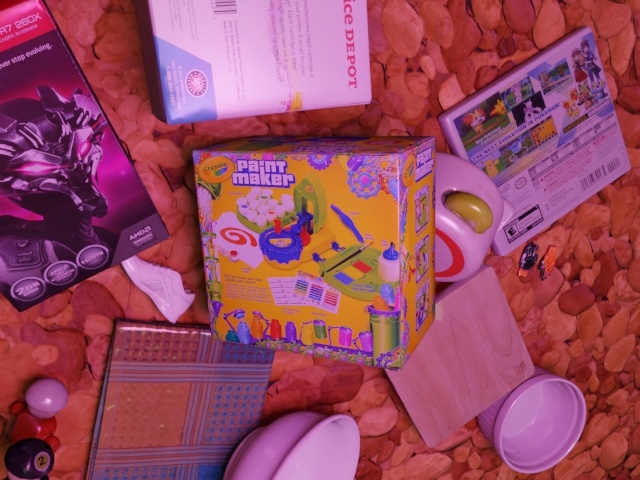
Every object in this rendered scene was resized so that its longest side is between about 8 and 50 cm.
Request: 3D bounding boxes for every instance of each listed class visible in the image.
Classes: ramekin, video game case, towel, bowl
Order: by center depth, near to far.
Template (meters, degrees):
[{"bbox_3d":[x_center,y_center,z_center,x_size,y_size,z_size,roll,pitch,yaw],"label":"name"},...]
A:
[{"bbox_3d":[-0.232,0.313,1.008,0.272,0.040,0.370,8,102,-23],"label":"towel"},{"bbox_3d":[-0.068,0.403,1.014,0.298,0.134,0.297,-34,134,-45],"label":"bowl"},{"bbox_3d":[0.405,-0.177,1.121,0.329,0.036,0.300,-33,113,-9],"label":"video game case"},{"bbox_3d":[0.415,0.349,1.227,0.207,0.109,0.207,-5,106,-19],"label":"ramekin"}]

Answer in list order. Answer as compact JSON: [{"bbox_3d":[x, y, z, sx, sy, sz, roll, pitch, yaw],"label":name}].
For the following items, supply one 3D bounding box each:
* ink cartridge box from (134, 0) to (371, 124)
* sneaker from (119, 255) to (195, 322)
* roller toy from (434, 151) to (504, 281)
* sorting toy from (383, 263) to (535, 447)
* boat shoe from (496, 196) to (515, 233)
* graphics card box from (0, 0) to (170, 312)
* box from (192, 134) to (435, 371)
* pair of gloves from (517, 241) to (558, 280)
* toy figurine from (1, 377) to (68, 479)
[{"bbox_3d":[-0.094,-0.273,0.816,0.270,0.197,0.198,-10,107,-18],"label":"ink cartridge box"},{"bbox_3d":[-0.252,0.057,0.930,0.061,0.054,0.152,-42,122,-11],"label":"sneaker"},{"bbox_3d":[0.185,-0.042,0.981,0.146,0.209,0.191,-58,149,-28],"label":"roller toy"},{"bbox_3d":[0.235,0.204,1.130,0.255,0.089,0.257,-32,113,-10],"label":"sorting toy"},{"bbox_3d":[0.276,0.001,1.091,0.063,0.066,0.184,30,100,-15],"label":"boat shoe"},{"bbox_3d":[-0.365,-0.099,0.747,0.233,0.094,0.371,-28,137,-13],"label":"graphics card box"},{"bbox_3d":[0.000,0.000,0.856,0.177,0.290,0.279,-33,125,-60],"label":"box"},{"bbox_3d":[0.429,0.042,1.203,0.083,0.010,0.074,9,102,-20],"label":"pair of gloves"},{"bbox_3d":[-0.460,0.270,0.818,0.210,0.213,0.148,21,108,-20],"label":"toy figurine"}]
